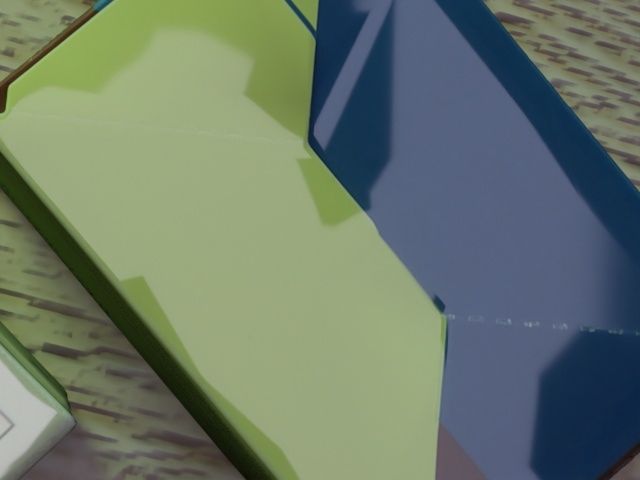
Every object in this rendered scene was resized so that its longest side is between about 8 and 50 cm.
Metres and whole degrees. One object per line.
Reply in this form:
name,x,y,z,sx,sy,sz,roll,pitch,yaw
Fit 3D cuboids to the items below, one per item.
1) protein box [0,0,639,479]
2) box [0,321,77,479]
protein box,0.000,0.000,0.601,0.136,0.201,0.200,-40,94,-9
box,-0.240,0.114,0.597,0.311,0.121,0.148,-43,94,-8
